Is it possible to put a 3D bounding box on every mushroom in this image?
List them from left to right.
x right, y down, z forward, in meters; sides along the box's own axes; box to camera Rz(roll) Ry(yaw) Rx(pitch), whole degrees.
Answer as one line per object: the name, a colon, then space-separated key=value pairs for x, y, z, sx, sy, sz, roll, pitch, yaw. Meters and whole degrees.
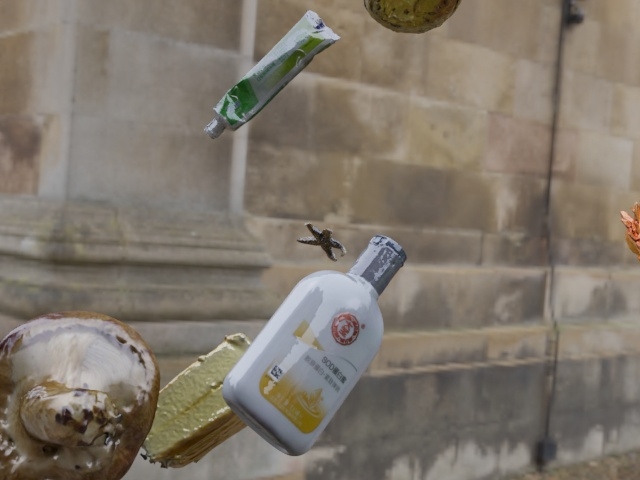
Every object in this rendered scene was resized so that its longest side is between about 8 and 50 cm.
mushroom: x=-0.348 y=0.211 z=1.403 sx=0.267 sy=0.254 sz=0.267 roll=6 pitch=45 yaw=-6

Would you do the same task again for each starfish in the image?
starfish: x=0.000 y=0.000 z=1.765 sx=0.078 sy=0.028 sz=0.091 roll=-16 pitch=-55 yaw=41

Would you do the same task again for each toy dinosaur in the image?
toy dinosaur: x=0.517 y=-0.011 z=1.637 sx=0.070 sy=0.117 sz=0.288 roll=-22 pitch=-11 yaw=28

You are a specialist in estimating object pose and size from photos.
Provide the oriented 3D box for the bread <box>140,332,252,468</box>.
bread: x=-0.178 y=0.260 z=1.633 sx=0.246 sy=0.111 sz=0.239 roll=-36 pitch=-13 yaw=-5

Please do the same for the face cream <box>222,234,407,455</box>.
face cream: x=0.008 y=0.116 z=1.275 sx=0.144 sy=0.291 sz=0.071 roll=48 pitch=-24 yaw=-20

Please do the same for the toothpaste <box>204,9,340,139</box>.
toothpaste: x=-0.081 y=-0.245 z=1.576 sx=0.078 sy=0.248 sz=0.047 roll=48 pitch=4 yaw=26

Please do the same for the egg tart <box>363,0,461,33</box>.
egg tart: x=0.202 y=-0.556 z=2.241 sx=0.234 sy=0.234 sz=0.094 roll=4 pitch=43 yaw=-13
